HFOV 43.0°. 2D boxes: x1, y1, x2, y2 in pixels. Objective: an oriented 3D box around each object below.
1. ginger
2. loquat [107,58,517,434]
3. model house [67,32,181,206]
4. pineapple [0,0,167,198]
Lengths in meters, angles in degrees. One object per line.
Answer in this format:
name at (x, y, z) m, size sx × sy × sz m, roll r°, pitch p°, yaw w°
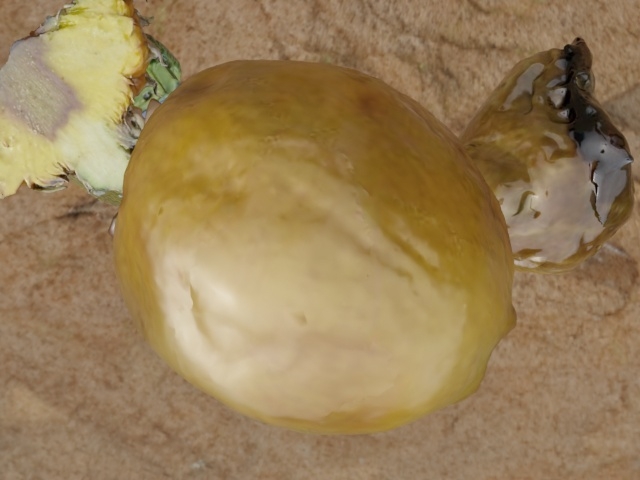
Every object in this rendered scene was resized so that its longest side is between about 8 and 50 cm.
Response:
ginger at (0.256, -0.088, 0.987) m, size 0.223 × 0.269 × 0.200 m, roll -22°, pitch 142°, yaw 15°
loquat at (0.000, 0.000, 0.465) m, size 0.239 × 0.238 × 0.193 m, roll 17°, pitch 123°, yaw 0°
model house at (-0.268, -0.163, 1.129) m, size 0.214 × 0.189 × 0.195 m, roll -34°, pitch 156°, yaw -1°
pineapple at (-0.213, -0.126, 0.779) m, size 0.164 × 0.140 × 0.249 m, roll 32°, pitch 103°, yaw -13°
